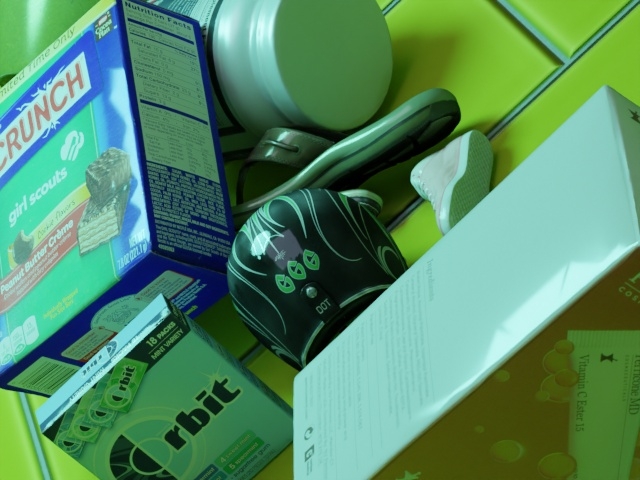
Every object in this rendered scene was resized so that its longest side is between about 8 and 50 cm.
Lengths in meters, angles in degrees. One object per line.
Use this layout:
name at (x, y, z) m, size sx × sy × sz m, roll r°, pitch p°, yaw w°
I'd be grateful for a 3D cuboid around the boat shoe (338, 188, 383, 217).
boat shoe at (0.000, 0.000, 1.897) m, size 0.152 × 0.056 × 0.049 m, roll -31°, pitch 42°, yaw 36°

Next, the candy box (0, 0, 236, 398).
candy box at (-0.222, -0.043, 1.929) m, size 0.268 × 0.122 × 0.317 m, roll -37°, pitch 49°, yaw 34°

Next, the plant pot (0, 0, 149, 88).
plant pot at (-0.301, -0.316, 2.453) m, size 0.274 × 0.274 × 0.294 m, roll -5°, pitch 66°, yaw 48°

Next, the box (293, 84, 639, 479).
box at (0.167, 0.099, 1.350) m, size 0.345 × 0.215 × 0.168 m, roll -45°, pitch 28°, yaw 31°

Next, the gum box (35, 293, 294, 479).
gum box at (-0.132, 0.160, 1.738) m, size 0.157 × 0.184 × 0.041 m, roll -43°, pitch 31°, yaw 7°

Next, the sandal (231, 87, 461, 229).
sandal at (-0.004, -0.084, 1.911) m, size 0.302 × 0.086 × 0.120 m, roll -28°, pitch -7°, yaw 19°

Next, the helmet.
helmet at (-0.005, 0.032, 1.760) m, size 0.169 × 0.169 × 0.161 m, roll -43°, pitch 58°, yaw 6°

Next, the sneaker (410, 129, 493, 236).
sneaker at (0.116, -0.040, 1.801) m, size 0.070 × 0.051 × 0.134 m, roll -24°, pitch 34°, yaw 35°

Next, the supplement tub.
supplement tub at (-0.077, -0.182, 2.059) m, size 0.272 × 0.191 × 0.191 m, roll -6°, pitch 49°, yaw 47°
